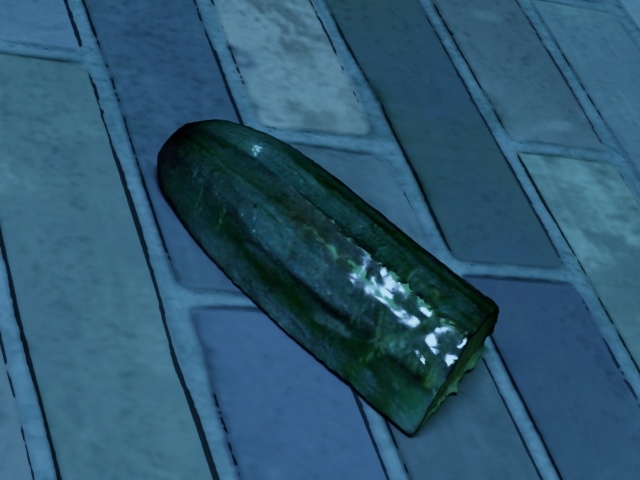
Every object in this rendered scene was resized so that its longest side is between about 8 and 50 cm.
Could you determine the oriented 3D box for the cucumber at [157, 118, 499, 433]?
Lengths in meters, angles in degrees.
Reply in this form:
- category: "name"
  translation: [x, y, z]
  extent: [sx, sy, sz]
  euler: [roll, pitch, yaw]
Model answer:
- category: "cucumber"
  translation: [0.000, 0.000, 1.091]
  extent: [0.244, 0.063, 0.115]
  euler: [37, 36, 18]
